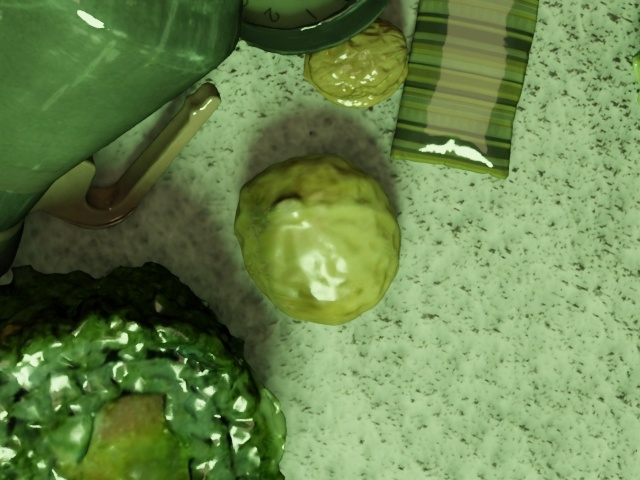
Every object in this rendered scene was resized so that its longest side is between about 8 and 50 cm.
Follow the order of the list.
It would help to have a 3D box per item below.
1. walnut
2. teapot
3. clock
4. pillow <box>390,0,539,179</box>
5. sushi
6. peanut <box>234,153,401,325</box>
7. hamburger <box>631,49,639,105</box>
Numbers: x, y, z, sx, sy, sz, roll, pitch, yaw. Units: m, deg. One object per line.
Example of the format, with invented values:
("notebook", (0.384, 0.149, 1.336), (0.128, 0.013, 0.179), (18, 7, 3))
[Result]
("walnut", (0.031, -0.158, 1.133), (0.096, 0.079, 0.082), (-13, 94, 2))
("teapot", (-0.229, -0.137, 1.049), (0.300, 0.253, 0.344), (23, 123, -38))
("clock", (-0.018, -0.253, 1.108), (0.185, 0.040, 0.184), (-4, 74, 14))
("pillow", (0.133, -0.164, 1.152), (0.113, 0.038, 0.203), (11, 95, 3))
("sushi", (-0.180, 0.194, 1.087), (0.294, 0.178, 0.351), (-20, 113, -19))
("peanut", (0.000, 0.000, 1.138), (0.141, 0.109, 0.159), (-14, 107, 13))
("hamburger", (0.408, -0.156, 1.059), (0.275, 0.212, 0.274), (0, 96, 1))
